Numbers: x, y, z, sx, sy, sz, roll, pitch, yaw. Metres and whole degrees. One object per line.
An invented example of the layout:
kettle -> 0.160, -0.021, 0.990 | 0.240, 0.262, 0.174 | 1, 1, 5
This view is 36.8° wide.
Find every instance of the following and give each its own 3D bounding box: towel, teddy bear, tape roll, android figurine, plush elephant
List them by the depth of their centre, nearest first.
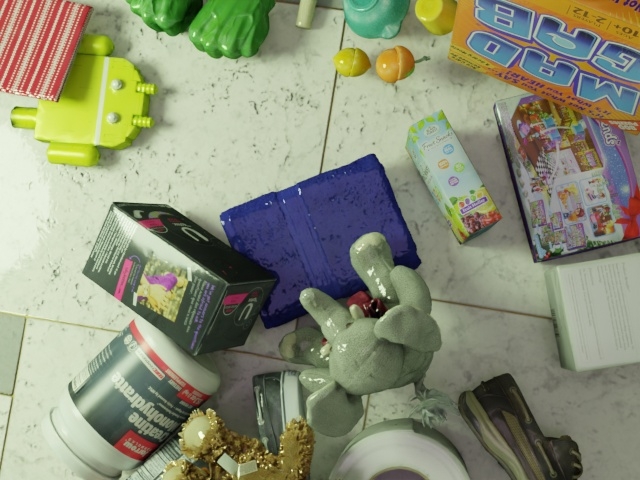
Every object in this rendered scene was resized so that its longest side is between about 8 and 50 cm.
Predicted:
plush elephant -> 0.064, 0.159, 1.505 | 0.272, 0.255, 0.330 | -46, 64, 6
teddy bear -> -0.095, 0.396, 1.519 | 0.338, 0.113, 0.245 | 4, 65, 11
tape roll -> 0.134, 0.431, 1.615 | 0.246, 0.169, 0.246 | 0, 87, 6
towel -> 0.000, 0.000, 1.713 | 0.308, 0.076, 0.227 | -22, 91, 3
towel -> -0.567, -0.365, 1.777 | 0.275, 0.031, 0.199 | 13, 79, 18
android figurine -> -0.434, -0.258, 1.780 | 0.273, 0.056, 0.248 | 7, 86, 8

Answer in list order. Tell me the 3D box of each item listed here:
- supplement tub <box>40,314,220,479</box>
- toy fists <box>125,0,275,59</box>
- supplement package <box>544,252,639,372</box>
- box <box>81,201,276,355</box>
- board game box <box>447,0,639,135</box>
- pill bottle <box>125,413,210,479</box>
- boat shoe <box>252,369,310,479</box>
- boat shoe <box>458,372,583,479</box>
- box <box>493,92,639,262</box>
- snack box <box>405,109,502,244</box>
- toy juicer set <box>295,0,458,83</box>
supplement tub -> -0.325, 0.271, 1.660 | 0.272, 0.191, 0.191 | -45, 83, 1
toy fists -> -0.223, -0.420, 1.752 | 0.279, 0.096, 0.142 | 27, 79, 8
supplement package -> 0.540, 0.109, 1.594 | 0.293, 0.175, 0.177 | -9, 84, 5
box -> -0.240, 0.059, 1.639 | 0.270, 0.165, 0.143 | 33, 105, 21
board game box -> 0.443, -0.440, 1.515 | 0.356, 0.356, 0.356 | 24, 80, 8
pill bottle -> -0.251, 0.419, 1.626 | 0.245, 0.130, 0.130 | -42, 83, -16
boat shoe -> -0.076, 0.379, 1.671 | 0.102, 0.108, 0.301 | -5, 83, 5
boat shoe -> 0.379, 0.377, 1.614 | 0.130, 0.132, 0.355 | -38, 84, 2
box -> 0.436, -0.125, 1.680 | 0.201, 0.057, 0.293 | -14, 84, 4
snack box -> 0.223, -0.103, 1.642 | 0.070, 0.174, 0.207 | -27, 83, 0
toy juicer set -> 0.077, -0.399, 1.730 | 0.329, 0.089, 0.209 | 37, 104, 28
